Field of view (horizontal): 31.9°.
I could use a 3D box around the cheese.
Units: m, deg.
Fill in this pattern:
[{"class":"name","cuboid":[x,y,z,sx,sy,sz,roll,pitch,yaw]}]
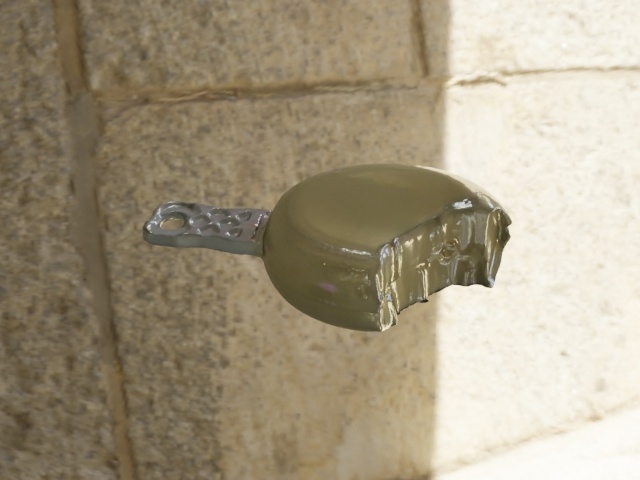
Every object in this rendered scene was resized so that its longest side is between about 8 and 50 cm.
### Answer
[{"class":"cheese","cuboid":[0.004,-0.011,0.831,0.163,0.248,0.071,-40,137,-42]}]
